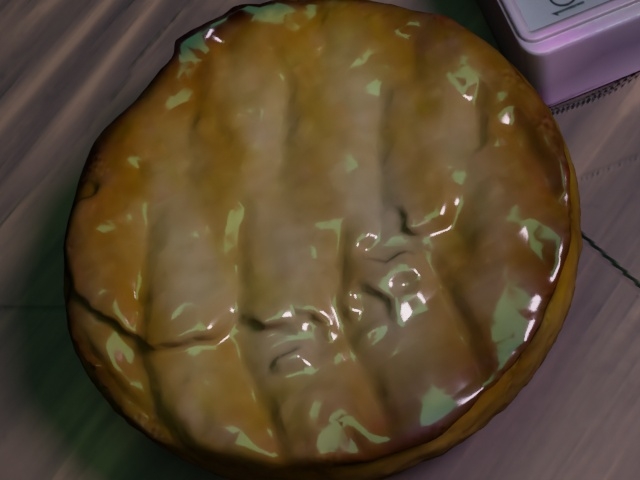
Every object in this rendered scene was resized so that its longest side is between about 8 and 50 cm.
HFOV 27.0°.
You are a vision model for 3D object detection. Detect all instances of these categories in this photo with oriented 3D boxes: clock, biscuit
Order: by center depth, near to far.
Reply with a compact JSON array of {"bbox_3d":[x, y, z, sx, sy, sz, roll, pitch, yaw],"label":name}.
[{"bbox_3d":[0.000,0.000,0.755,0.296,0.102,0.296,-6,63,12],"label":"biscuit"},{"bbox_3d":[0.162,-0.198,0.836,0.150,0.063,0.197,-22,62,2],"label":"clock"}]
